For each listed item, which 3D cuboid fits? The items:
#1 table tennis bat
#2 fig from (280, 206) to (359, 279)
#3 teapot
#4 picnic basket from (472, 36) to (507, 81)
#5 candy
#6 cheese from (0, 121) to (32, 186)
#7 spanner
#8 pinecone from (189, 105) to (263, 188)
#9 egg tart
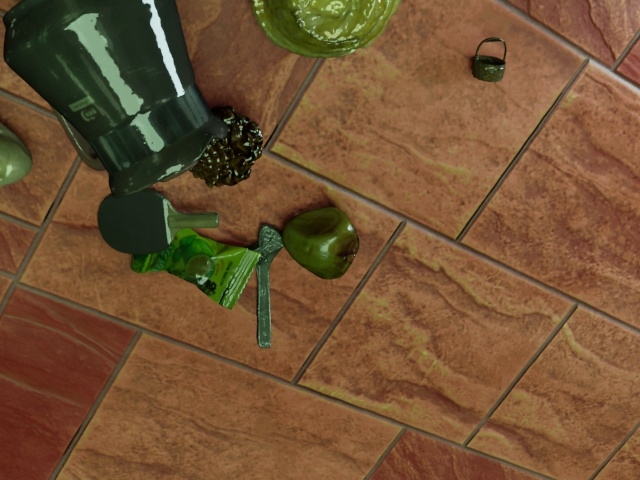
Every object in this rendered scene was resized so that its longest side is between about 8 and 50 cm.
[{"bbox_3d":[-0.327,-0.039,1.835,0.246,0.022,0.138,-2,109,3],"label":"table tennis bat"},{"bbox_3d":[0.000,0.000,1.905,0.165,0.144,0.154,16,152,-12],"label":"fig"},{"bbox_3d":[-0.356,-0.262,1.560,0.305,0.376,0.362,-40,108,-40],"label":"teapot"},{"bbox_3d":[0.337,-0.361,1.806,0.072,0.072,0.083,0,119,-13],"label":"picnic basket"},{"bbox_3d":[-0.263,0.041,1.898,0.246,0.069,0.149,25,107,0],"label":"candy"},{"bbox_3d":[-0.673,-0.146,1.646,0.248,0.174,0.251,-45,124,12],"label":"cheese"},{"bbox_3d":[-0.122,0.105,1.997,0.093,0.026,0.326,-5,122,-11],"label":"spanner"},{"bbox_3d":[-0.184,-0.181,1.745,0.173,0.174,0.174,-6,120,-9],"label":"pinecone"},{"bbox_3d":[0.016,-0.456,1.653,0.290,0.115,0.290,-6,119,-10],"label":"egg tart"}]
